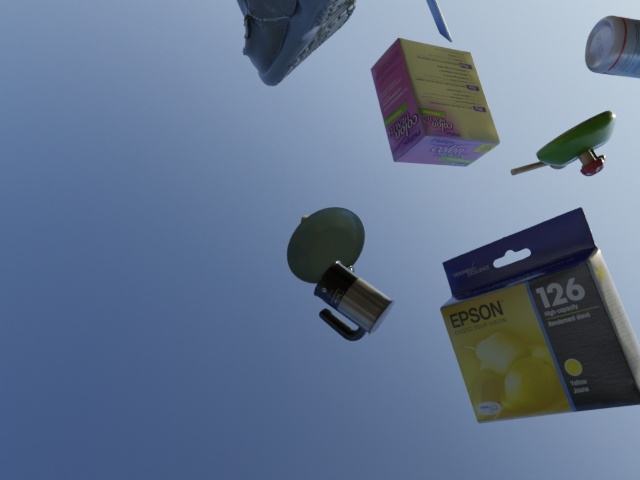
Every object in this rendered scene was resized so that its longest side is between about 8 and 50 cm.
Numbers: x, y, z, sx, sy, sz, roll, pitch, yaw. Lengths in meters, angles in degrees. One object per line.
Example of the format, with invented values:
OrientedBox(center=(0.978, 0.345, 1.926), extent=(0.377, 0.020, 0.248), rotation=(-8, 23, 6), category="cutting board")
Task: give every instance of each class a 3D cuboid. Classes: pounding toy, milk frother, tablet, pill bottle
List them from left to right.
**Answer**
OrientedBox(center=(0.076, 0.109, 1.091), extent=(0.135, 0.129, 0.143), rotation=(36, -133, 16), category="milk frother")
OrientedBox(center=(0.169, -0.331, 0.809), extent=(0.006, 0.083, 0.054), rotation=(-28, -146, 10), category="tablet")
OrientedBox(center=(0.588, -0.189, 1.277), extent=(0.183, 0.237, 0.110), rotation=(-23, -101, -25), category="pounding toy")
OrientedBox(center=(0.513, -0.300, 0.878), extent=(0.160, 0.087, 0.087), rotation=(4, -131, -9), category="pill bottle")

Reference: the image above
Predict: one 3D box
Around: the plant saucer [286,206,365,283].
OrientedBox(center=(0.017, 0.016, 1.256), extent=(0.195, 0.037, 0.195), rotation=(-14, -124, 22), category="plant saucer")

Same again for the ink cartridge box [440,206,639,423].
OrientedBox(center=(0.354, 0.141, 0.952), extent=(0.072, 0.304, 0.307), rotation=(-10, -103, -41), category="ink cartridge box")

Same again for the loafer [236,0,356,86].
OrientedBox(center=(-0.022, -0.198, 0.430), extent=(0.094, 0.251, 0.087), rotation=(-46, -81, -13), category="loafer")

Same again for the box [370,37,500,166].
OrientedBox(center=(0.252, -0.300, 1.237), extent=(0.214, 0.117, 0.242), rotation=(-2, -111, -30), category="box")

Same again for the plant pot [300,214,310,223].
OrientedBox(center=(0.000, 0.000, 1.473), extent=(0.095, 0.134, 0.134), rotation=(2, -130, 6), category="plant pot")
